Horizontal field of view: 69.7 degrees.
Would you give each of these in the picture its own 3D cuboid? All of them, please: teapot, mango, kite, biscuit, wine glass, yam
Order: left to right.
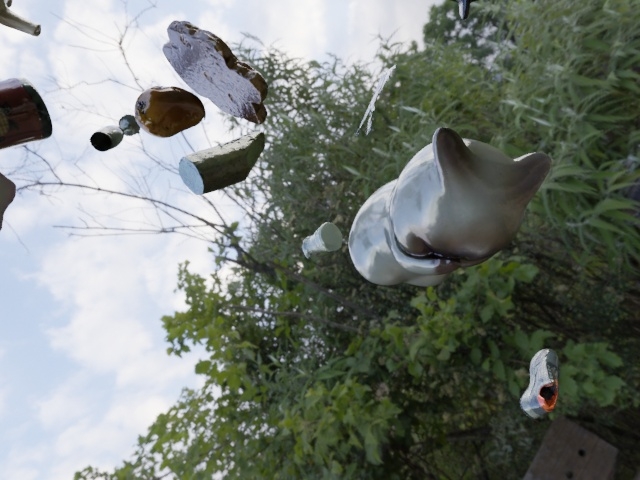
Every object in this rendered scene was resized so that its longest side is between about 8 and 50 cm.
[{"bbox_3d":[-0.532,-0.281,1.199,0.198,0.066,0.066,-94,24,-65],"label":"wine glass"},{"bbox_3d":[-0.237,-0.204,0.725,0.127,0.063,0.077,-28,-57,-49],"label":"mango"},{"bbox_3d":[-0.193,-0.316,0.857,0.041,0.290,0.208,-52,-37,-14],"label":"biscuit"},{"bbox_3d":[-0.215,-0.188,1.104,0.259,0.106,0.106,-32,-33,-43],"label":"yam"},{"bbox_3d":[0.000,0.000,0.908,0.083,0.057,0.067,-30,42,49],"label":"teapot"},{"bbox_3d":[0.130,-0.328,1.112,0.229,0.012,0.250,120,171,-49],"label":"kite"}]

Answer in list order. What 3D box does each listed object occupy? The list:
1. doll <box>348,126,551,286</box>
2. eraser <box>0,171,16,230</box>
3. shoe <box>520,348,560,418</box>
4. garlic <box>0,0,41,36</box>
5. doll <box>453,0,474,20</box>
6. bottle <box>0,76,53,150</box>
[{"bbox_3d":[0.186,-0.031,0.785,0.370,0.215,0.226,147,136,-74],"label":"doll"},{"bbox_3d":[-0.664,-0.015,0.621,0.122,0.359,0.272,110,172,-71],"label":"eraser"},{"bbox_3d":[0.565,0.350,1.141,0.194,0.074,0.077,-52,-1,-31],"label":"shoe"},{"bbox_3d":[-0.608,-0.439,0.819,0.218,0.212,0.218,-39,23,21],"label":"garlic"},{"bbox_3d":[0.233,-0.471,0.700,0.088,0.127,0.248,-27,-61,-51],"label":"doll"},{"bbox_3d":[-0.757,-0.231,0.950,0.336,0.144,0.144,-33,-31,-37],"label":"bottle"}]
